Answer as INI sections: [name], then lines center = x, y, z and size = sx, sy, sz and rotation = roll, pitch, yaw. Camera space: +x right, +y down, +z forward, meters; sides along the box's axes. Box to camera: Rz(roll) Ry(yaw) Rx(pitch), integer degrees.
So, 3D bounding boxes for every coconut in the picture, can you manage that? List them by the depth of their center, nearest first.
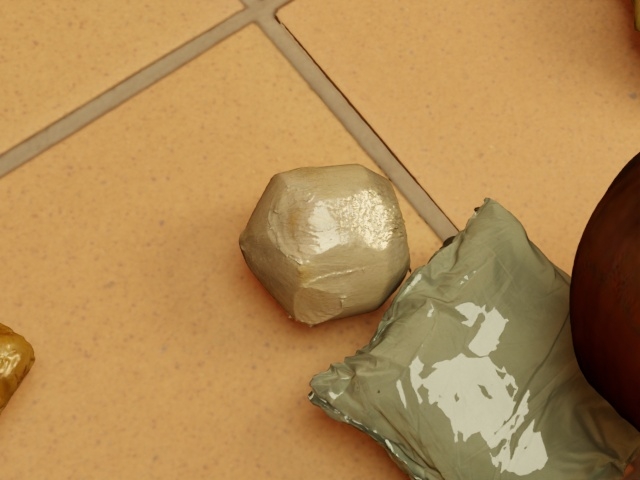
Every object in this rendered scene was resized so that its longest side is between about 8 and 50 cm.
[coconut]
center = 0.001, 0.003, 1.449
size = 0.162, 0.161, 0.161
rotation = -13, 70, -10

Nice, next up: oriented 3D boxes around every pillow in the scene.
[pillow]
center = 0.179, 0.156, 1.417
size = 0.283, 0.138, 0.310
rotation = -43, 85, -18

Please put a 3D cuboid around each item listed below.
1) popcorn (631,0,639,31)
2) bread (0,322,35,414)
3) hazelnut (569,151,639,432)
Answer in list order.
[popcorn]
center = 0.445, -0.310, 1.592
size = 0.215, 0.252, 0.286
rotation = -5, 78, -7
[bread]
center = -0.366, 0.164, 1.368
size = 0.114, 0.083, 0.211
rotation = 27, 65, 8
[hazelnut]
center = 0.421, 0.055, 1.235
size = 0.359, 0.359, 0.409
rotation = -41, 55, -21
